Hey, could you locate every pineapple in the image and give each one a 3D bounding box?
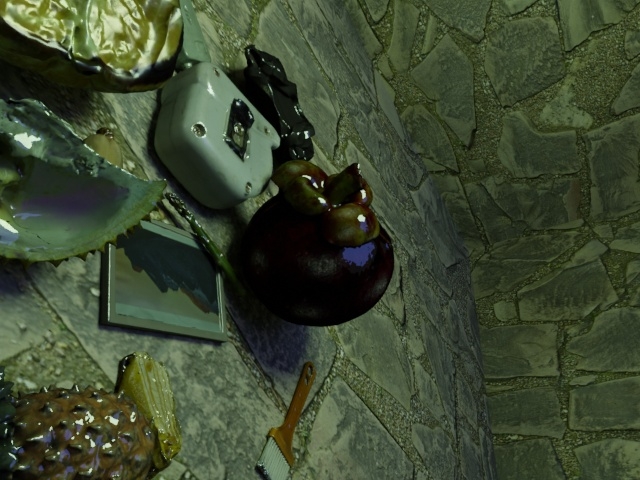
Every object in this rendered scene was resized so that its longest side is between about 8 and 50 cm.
[{"bbox_3d":[-0.318,0.206,0.496,0.310,0.141,0.170,29,73,-47],"label":"pineapple"}]

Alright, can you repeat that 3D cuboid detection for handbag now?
[{"bbox_3d":[-0.095,-0.315,1.259,0.257,0.113,0.286,-93,162,-80],"label":"handbag"}]

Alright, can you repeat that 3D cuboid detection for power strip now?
[{"bbox_3d":[-0.292,-0.442,1.078,0.093,0.053,0.288,-23,94,-66],"label":"power strip"}]

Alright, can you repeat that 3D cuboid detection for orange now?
[{"bbox_3d":[-0.349,-0.346,0.691,0.368,0.210,0.271,9,88,-61],"label":"orange"}]

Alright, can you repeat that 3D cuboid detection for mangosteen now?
[{"bbox_3d":[0.000,0.000,1.042,0.307,0.306,0.347,-60,164,-59],"label":"mangosteen"}]

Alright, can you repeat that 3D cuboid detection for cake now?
[{"bbox_3d":[-0.249,0.251,0.713,0.185,0.116,0.080,50,3,38],"label":"cake"}]

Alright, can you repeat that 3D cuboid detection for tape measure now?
[{"bbox_3d":[-0.191,-0.195,1.033,0.258,0.130,0.265,46,35,-47],"label":"tape measure"}]

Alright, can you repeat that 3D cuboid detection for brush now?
[{"bbox_3d":[-0.056,0.354,1.072,0.090,0.017,0.314,65,25,-21],"label":"brush"}]

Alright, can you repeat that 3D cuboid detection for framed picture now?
[{"bbox_3d":[-0.248,0.061,0.868,0.265,0.018,0.192,27,48,-57],"label":"framed picture"}]

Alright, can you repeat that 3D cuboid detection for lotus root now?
[{"bbox_3d":[-0.324,-0.098,0.762,0.073,0.062,0.151,35,43,-42],"label":"lotus root"}]

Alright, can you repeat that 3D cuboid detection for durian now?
[{"bbox_3d":[-0.343,-0.081,0.588,0.306,0.166,0.172,43,33,-30],"label":"durian"}]

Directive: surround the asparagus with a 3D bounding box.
[{"bbox_3d":[-0.202,0.009,0.957,0.024,0.025,0.249,-41,118,-19],"label":"asparagus"}]
